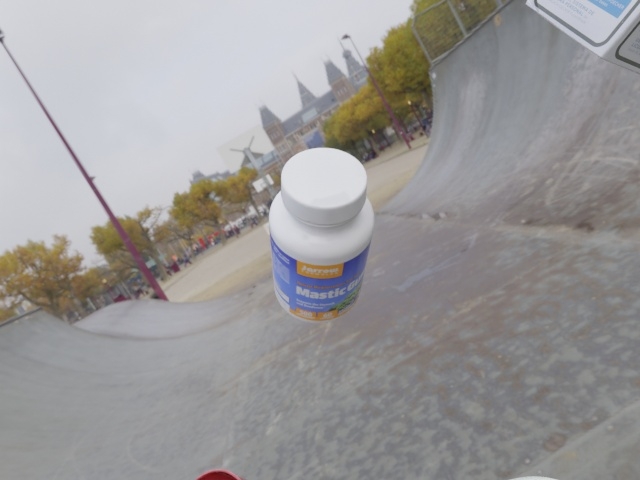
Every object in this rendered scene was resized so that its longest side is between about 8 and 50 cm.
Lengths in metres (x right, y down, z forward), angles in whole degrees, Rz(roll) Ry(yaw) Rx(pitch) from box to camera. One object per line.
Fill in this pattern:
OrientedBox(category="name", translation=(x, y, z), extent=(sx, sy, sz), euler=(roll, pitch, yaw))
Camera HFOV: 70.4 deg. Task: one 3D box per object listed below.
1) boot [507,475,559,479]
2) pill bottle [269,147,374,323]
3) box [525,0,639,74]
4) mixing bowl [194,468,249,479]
OrientedBox(category="boot", translation=(0.117, 0.287, 0.311), extent=(0.176, 0.089, 0.244), euler=(-43, -26, -48))
OrientedBox(category="pill bottle", translation=(0.000, 0.000, 0.685), extent=(0.152, 0.152, 0.272), euler=(-33, -29, -24))
OrientedBox(category="box", translation=(0.288, -0.237, 0.258), extent=(0.169, 0.087, 0.289), euler=(5, -46, -29))
OrientedBox(category="mixing bowl", translation=(-0.075, 0.334, 0.460), extent=(0.182, 0.098, 0.181), euler=(-24, 53, 37))
